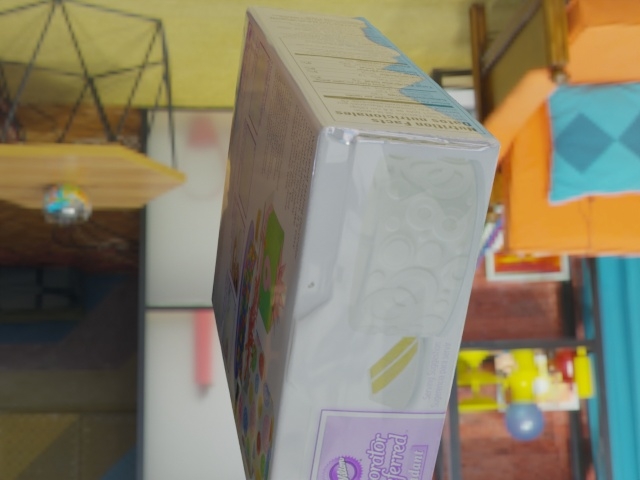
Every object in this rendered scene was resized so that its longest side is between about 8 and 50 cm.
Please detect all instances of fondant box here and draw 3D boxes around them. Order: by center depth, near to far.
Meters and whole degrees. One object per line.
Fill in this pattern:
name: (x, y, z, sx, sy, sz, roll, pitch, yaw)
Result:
fondant box: (0.000, 0.000, 0.721, 0.096, 0.238, 0.330, 5, -159, -11)
